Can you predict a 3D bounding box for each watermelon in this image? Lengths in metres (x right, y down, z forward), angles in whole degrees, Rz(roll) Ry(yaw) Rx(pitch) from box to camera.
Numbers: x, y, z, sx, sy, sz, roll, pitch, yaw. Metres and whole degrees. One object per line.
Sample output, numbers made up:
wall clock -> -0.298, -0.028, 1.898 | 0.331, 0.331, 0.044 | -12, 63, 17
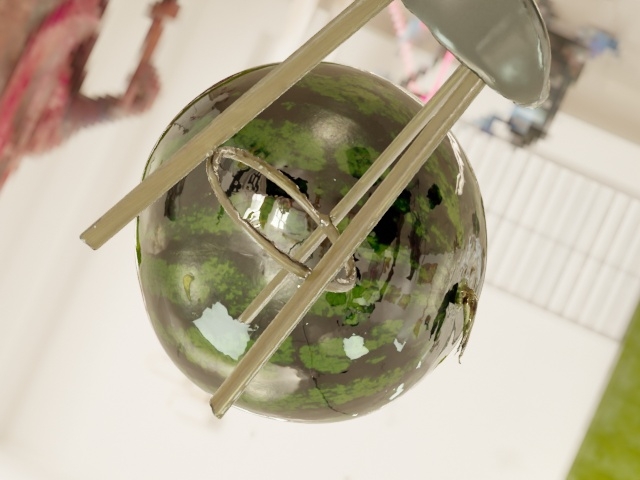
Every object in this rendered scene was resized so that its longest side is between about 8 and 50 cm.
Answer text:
watermelon -> -0.005, -0.001, 1.265 | 0.269, 0.269, 0.269 | 25, 177, 2

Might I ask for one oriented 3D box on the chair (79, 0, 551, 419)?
chair -> 0.012, -0.037, 0.738 | 0.104, 0.221, 0.095 | 50, -157, 18
